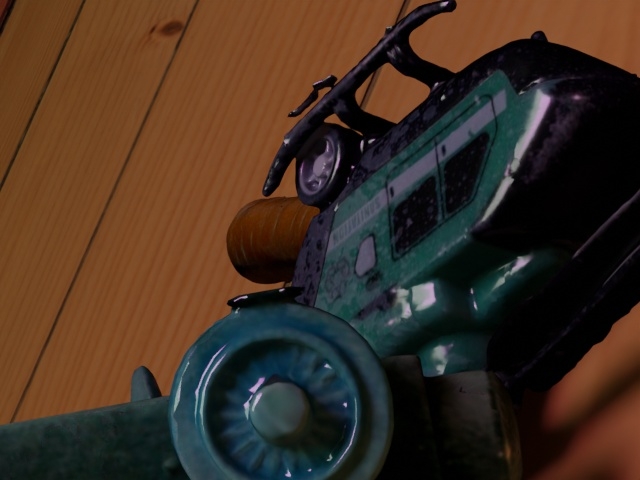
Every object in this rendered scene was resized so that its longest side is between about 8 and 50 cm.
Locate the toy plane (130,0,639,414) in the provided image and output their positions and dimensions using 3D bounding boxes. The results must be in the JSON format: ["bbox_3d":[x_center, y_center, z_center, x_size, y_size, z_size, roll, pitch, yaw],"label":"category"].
[{"bbox_3d":[0.023,0.037,0.707,0.381,0.106,0.155,-40,42,40],"label":"toy plane"}]

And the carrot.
[{"bbox_3d":[0.000,0.000,0.887,0.139,0.048,0.048,-3,63,66],"label":"carrot"}]

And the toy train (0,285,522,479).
[{"bbox_3d":[-0.076,0.129,0.576,0.120,0.298,0.194,67,-168,-77],"label":"toy train"}]
